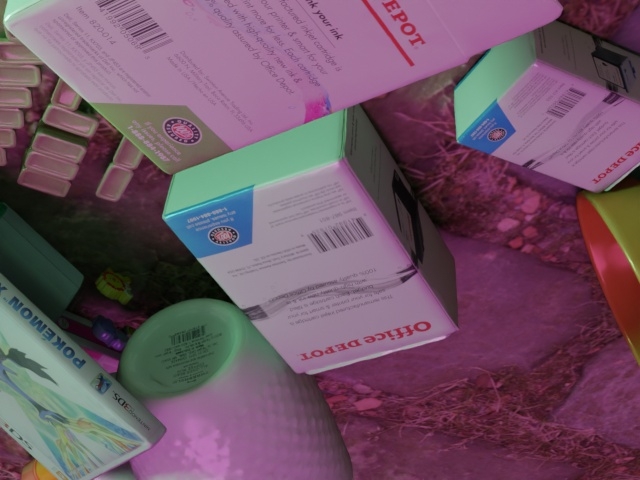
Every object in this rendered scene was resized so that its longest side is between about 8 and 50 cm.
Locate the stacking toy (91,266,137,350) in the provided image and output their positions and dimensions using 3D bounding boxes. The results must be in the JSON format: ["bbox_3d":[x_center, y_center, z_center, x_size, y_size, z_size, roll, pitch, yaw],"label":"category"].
[{"bbox_3d":[-0.261,0.146,1.509,0.221,0.052,0.167,29,111,-35],"label":"stacking toy"}]

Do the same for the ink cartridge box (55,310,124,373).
[{"bbox_3d":[-0.328,0.216,1.632,0.371,0.069,0.176,27,125,-35],"label":"ink cartridge box"}]

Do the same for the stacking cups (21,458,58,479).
[{"bbox_3d":[-0.421,0.366,1.854,0.096,0.096,0.316,29,139,-34],"label":"stacking cups"}]

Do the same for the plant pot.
[{"bbox_3d":[0.445,0.040,1.229,0.203,0.291,0.291,-23,141,5],"label":"plant pot"}]

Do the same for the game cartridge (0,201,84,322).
[{"bbox_3d":[-0.457,0.068,1.409,0.297,0.062,0.198,-27,114,33],"label":"game cartridge"}]

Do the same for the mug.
[{"bbox_3d":[-0.174,0.254,1.454,0.374,0.276,0.328,-9,132,14],"label":"mug"}]

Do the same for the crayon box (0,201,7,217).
[{"bbox_3d":[-0.523,-0.021,1.265,0.278,0.081,0.165,-26,117,33],"label":"crayon box"}]

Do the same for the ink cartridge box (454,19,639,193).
[{"bbox_3d":[0.255,-0.139,1.123,0.190,0.082,0.139,16,142,-23],"label":"ink cartridge box"}]

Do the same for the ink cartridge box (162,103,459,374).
[{"bbox_3d":[0.000,0.000,1.250,0.223,0.129,0.307,-17,132,22],"label":"ink cartridge box"}]

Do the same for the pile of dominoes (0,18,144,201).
[{"bbox_3d":[-0.276,-0.150,1.178,0.196,0.040,0.251,18,133,-22],"label":"pile of dominoes"}]

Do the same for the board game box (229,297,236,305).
[{"bbox_3d":[-0.026,0.069,1.457,0.181,0.043,0.092,-6,145,10],"label":"board game box"}]

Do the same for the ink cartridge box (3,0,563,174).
[{"bbox_3d":[-0.026,-0.198,0.790,0.353,0.119,0.207,-17,140,25],"label":"ink cartridge box"}]

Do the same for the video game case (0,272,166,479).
[{"bbox_3d":[-0.358,0.172,1.313,0.300,0.036,0.329,44,145,-7],"label":"video game case"}]
